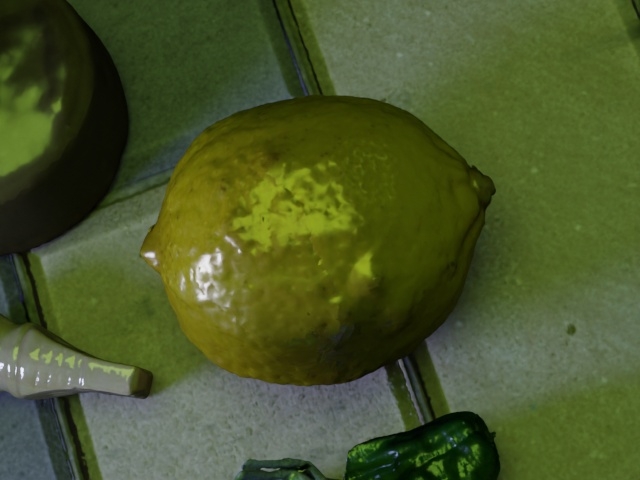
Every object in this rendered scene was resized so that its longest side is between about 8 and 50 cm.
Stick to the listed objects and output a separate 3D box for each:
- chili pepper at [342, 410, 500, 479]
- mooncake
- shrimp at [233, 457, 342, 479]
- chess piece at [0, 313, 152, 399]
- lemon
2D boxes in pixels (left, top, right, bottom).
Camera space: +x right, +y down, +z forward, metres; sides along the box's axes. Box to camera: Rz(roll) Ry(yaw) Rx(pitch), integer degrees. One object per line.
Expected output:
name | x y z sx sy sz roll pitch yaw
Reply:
chili pepper | 0.048 0.234 1.768 0.253 0.083 0.099 -22 72 8
mooncake | -0.343 -0.134 1.929 0.284 0.155 0.284 -3 72 11
shrimp | 0.004 0.267 1.668 0.411 0.221 0.166 -9 30 0
chess piece | -0.258 0.120 1.858 0.200 0.090 0.090 10 73 14
lemon | 0.000 0.000 1.764 0.322 0.268 0.268 -3 71 7
